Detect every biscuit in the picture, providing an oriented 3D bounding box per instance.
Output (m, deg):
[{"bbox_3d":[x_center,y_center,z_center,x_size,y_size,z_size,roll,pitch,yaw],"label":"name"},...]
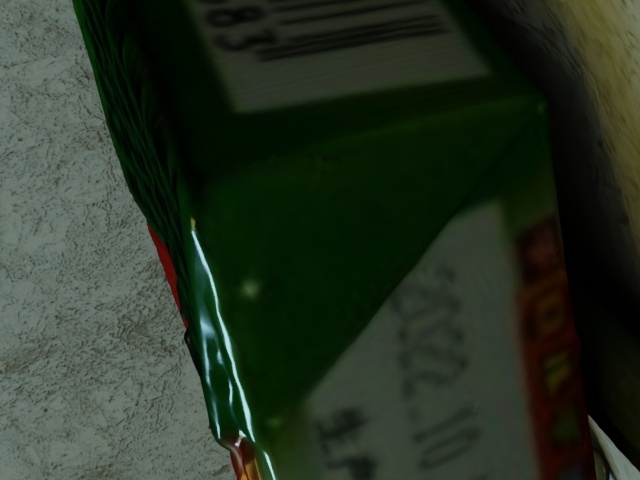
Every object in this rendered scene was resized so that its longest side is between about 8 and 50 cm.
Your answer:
[{"bbox_3d":[0.129,0.052,0.887,0.099,0.038,0.322,61,177,-25],"label":"biscuit"}]

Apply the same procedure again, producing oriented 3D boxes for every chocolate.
[{"bbox_3d":[0.000,0.000,0.902,0.360,0.161,0.341,-116,10,-53],"label":"chocolate"}]

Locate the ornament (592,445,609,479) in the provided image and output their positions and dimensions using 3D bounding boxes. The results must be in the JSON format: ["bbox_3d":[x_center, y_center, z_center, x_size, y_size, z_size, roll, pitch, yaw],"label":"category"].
[{"bbox_3d":[0.128,0.131,1.197,0.156,0.075,0.081,-124,12,-75],"label":"ornament"}]
